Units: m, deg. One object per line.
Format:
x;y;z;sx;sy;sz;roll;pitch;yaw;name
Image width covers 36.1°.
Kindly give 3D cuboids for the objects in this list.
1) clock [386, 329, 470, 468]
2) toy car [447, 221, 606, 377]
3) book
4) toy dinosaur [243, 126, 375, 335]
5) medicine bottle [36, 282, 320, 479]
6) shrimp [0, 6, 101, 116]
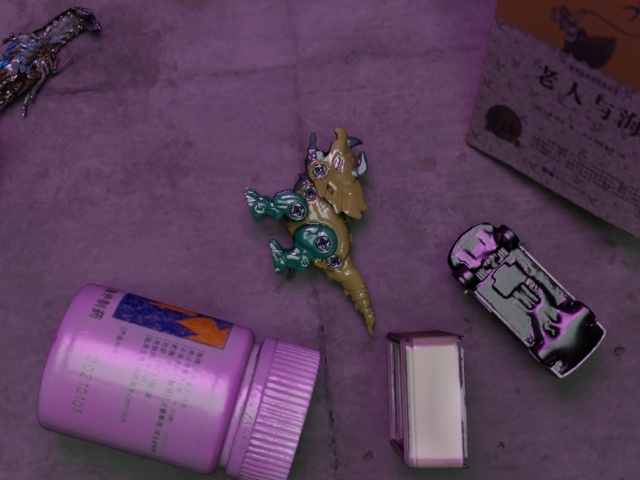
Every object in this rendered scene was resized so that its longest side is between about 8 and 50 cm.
0.121;0.180;1.134;0.071;0.192;0.147;-2;87;-2;clock
0.242;0.070;1.192;0.209;0.108;0.089;45;88;5;toy car
0.299;-0.187;1.053;0.269;0.389;0.032;33;55;24;book
0.000;0.000;1.197;0.153;0.094;0.259;-13;96;1;toy dinosaur
-0.159;0.169;1.131;0.290;0.178;0.178;15;86;-1;medicine bottle
-0.349;-0.224;1.214;0.174;0.076;0.082;-42;130;-8;shrimp
